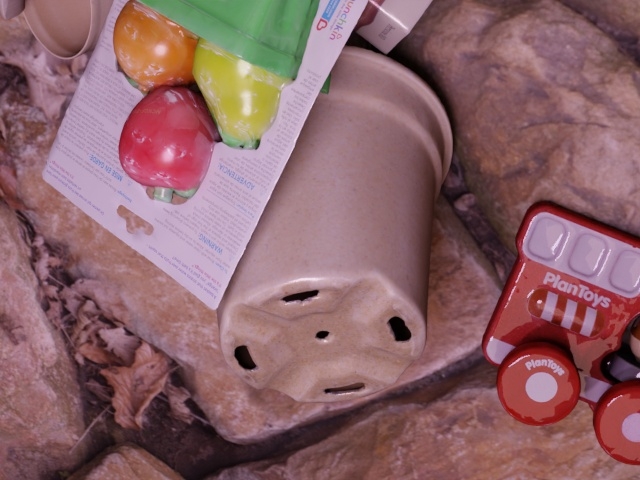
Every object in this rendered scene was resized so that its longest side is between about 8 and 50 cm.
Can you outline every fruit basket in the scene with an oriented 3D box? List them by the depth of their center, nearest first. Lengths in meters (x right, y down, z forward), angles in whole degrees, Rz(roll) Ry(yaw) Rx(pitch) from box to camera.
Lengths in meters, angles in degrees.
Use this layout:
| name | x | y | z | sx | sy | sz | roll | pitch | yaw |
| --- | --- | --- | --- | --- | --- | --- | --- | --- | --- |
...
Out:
| name | x | y | z | sx | sy | sz | roll | pitch | yaw |
| --- | --- | --- | --- | --- | --- | --- | --- | --- | --- |
| fruit basket | -0.133 | -0.154 | 1.264 | 0.327 | 0.165 | 0.353 | 32 | 108 | 35 |

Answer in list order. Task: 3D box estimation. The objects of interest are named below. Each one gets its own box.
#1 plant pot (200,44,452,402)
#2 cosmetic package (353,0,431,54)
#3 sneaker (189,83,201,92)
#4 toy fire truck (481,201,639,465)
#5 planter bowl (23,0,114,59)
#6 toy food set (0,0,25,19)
| name | x | y | z | sx | sy | sz | roll | pitch | yaw |
| --- | --- | --- | --- | --- | --- | --- | --- | --- | --- |
| plant pot | 0.000 | 0.000 | 1.352 | 0.333 | 0.305 | 0.334 | -1 | 137 | -1 |
| cosmetic package | 0.002 | -0.347 | 1.287 | 0.296 | 0.153 | 0.129 | 36 | 85 | -4 |
| sneaker | -0.165 | -0.224 | 1.450 | 0.321 | 0.126 | 0.127 | -41 | 106 | 20 |
| toy fire truck | 0.358 | 0.114 | 1.471 | 0.302 | 0.169 | 0.254 | 21 | 104 | 3 |
| planter bowl | -0.278 | -0.309 | 1.426 | 0.162 | 0.109 | 0.162 | 23 | 125 | 39 |
| toy food set | -0.475 | -0.403 | 1.415 | 0.306 | 0.092 | 0.220 | 22 | 124 | 29 |
